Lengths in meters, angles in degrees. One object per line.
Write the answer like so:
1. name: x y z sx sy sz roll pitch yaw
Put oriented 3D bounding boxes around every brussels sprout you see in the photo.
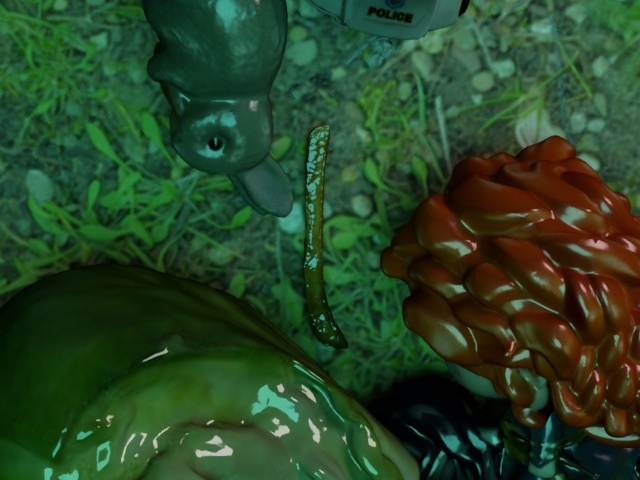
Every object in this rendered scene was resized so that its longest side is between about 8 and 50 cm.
1. brussels sprout: -0.113 0.173 1.361 0.371 0.315 0.276 26 85 -22

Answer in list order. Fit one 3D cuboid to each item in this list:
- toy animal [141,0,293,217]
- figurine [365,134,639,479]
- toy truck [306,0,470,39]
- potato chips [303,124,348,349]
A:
1. toy animal: -0.076 -0.119 1.364 0.108 0.138 0.236 -20 109 -37
2. figurine: 0.176 0.126 1.442 0.306 0.241 0.412 24 123 10
3. toy truck: 0.065 -0.258 1.309 0.161 0.177 0.213 7 106 -11
4. potato chips: 0.000 0.000 1.462 0.037 0.026 0.204 -7 108 -9
